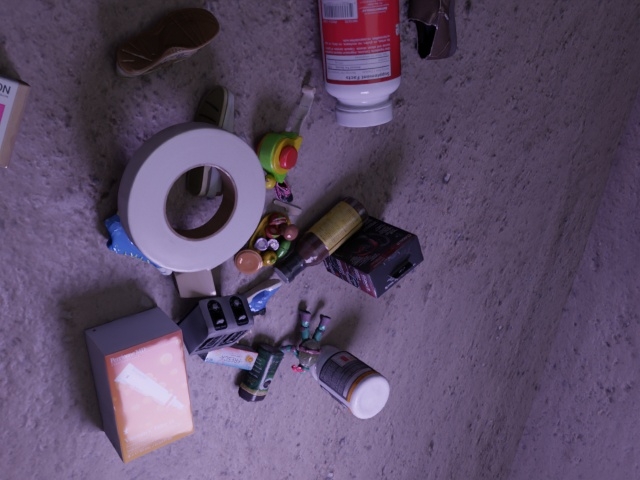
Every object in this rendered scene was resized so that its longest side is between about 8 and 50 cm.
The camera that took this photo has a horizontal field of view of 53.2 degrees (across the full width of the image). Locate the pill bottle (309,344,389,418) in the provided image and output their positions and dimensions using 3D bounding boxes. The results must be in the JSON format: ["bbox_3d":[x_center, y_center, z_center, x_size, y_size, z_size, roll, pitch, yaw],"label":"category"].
[{"bbox_3d":[0.090,0.470,2.170,0.162,0.278,0.162,-15,117,-33],"label":"pill bottle"}]

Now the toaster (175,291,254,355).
[{"bbox_3d":[-0.308,0.242,1.843,0.168,0.110,0.185,-5,151,-44],"label":"toaster"}]

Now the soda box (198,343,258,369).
[{"bbox_3d":[-0.286,0.350,1.978,0.183,0.058,0.063,22,93,-40],"label":"soda box"}]

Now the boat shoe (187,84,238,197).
[{"bbox_3d":[-0.276,-0.263,1.720,0.103,0.113,0.302,-1,115,-44],"label":"boat shoe"}]

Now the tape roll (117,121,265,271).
[{"bbox_3d":[-0.319,-0.105,1.634,0.392,0.072,0.392,-18,121,-33],"label":"tape roll"}]

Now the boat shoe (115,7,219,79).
[{"bbox_3d":[-0.379,-0.484,1.572,0.285,0.089,0.105,-33,99,-26],"label":"boat shoe"}]

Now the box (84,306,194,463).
[{"bbox_3d":[-0.493,0.393,1.762,0.215,0.168,0.345,-17,117,-32],"label":"box"}]

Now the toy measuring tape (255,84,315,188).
[{"bbox_3d":[-0.103,-0.306,1.827,0.121,0.121,0.330,23,86,-41],"label":"toy measuring tape"}]

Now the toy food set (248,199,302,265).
[{"bbox_3d":[-0.129,-0.012,1.948,0.128,0.071,0.218,29,88,-41],"label":"toy food set"}]

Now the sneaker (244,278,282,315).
[{"bbox_3d":[-0.179,0.184,1.993,0.152,0.058,0.085,-30,118,-20],"label":"sneaker"}]

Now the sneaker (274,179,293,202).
[{"bbox_3d":[-0.111,-0.153,1.917,0.047,0.057,0.119,-47,130,-16],"label":"sneaker"}]

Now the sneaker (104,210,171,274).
[{"bbox_3d":[-0.487,0.011,1.687,0.126,0.091,0.240,-25,123,-7],"label":"sneaker"}]

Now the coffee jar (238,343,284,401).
[{"bbox_3d":[-0.193,0.430,2.062,0.096,0.079,0.184,20,94,-63],"label":"coffee jar"}]

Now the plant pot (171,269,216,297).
[{"bbox_3d":[-0.363,0.100,1.796,0.096,0.109,0.109,-17,118,-19],"label":"plant pot"}]

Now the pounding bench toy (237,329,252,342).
[{"bbox_3d":[-0.263,0.261,1.965,0.065,0.052,0.083,-35,125,-21],"label":"pounding bench toy"}]

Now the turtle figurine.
[{"bbox_3d":[-0.048,0.356,2.135,0.175,0.118,0.234,17,91,-40],"label":"turtle figurine"}]

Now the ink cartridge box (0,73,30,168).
[{"bbox_3d":[-0.760,-0.277,1.345,0.234,0.088,0.193,13,100,-39],"label":"ink cartridge box"}]

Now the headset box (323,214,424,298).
[{"bbox_3d":[0.170,0.048,2.058,0.218,0.293,0.110,-37,126,-22],"label":"headset box"}]

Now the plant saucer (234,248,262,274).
[{"bbox_3d":[-0.216,0.065,1.920,0.083,0.013,0.083,0,116,-1],"label":"plant saucer"}]

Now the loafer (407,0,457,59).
[{"bbox_3d":[0.340,-0.725,1.989,0.130,0.134,0.366,-34,125,-23],"label":"loafer"}]

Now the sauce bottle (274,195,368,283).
[{"bbox_3d":[0.000,0.000,2.028,0.344,0.111,0.111,-41,127,-18],"label":"sauce bottle"}]

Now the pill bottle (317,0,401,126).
[{"bbox_3d":[0.115,-0.544,1.824,0.229,0.229,0.408,-21,120,-30],"label":"pill bottle"}]
